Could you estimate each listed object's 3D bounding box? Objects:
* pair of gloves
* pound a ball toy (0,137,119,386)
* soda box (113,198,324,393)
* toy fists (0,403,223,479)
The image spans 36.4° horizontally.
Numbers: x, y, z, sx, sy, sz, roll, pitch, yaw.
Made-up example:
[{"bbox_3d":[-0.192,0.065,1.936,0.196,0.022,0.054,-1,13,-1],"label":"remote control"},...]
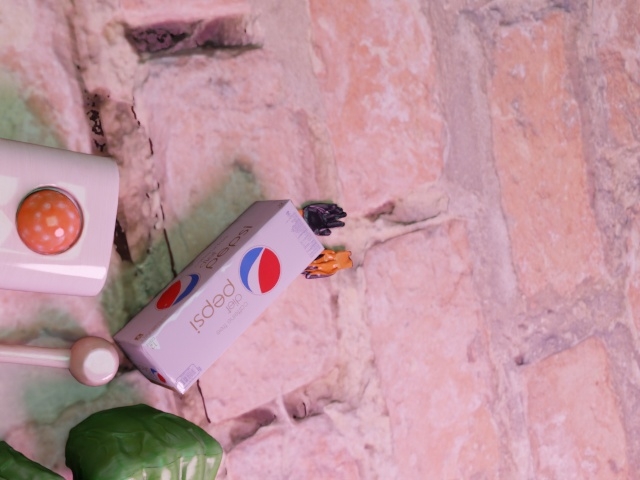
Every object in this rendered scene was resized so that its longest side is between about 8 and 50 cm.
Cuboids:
[{"bbox_3d":[0.000,0.000,1.080,0.074,0.010,0.083,-9,94,-32],"label":"pair of gloves"},{"bbox_3d":[-0.298,0.014,0.810,0.319,0.136,0.208,9,86,-33],"label":"pound a ball toy"},{"bbox_3d":[-0.100,0.052,0.978,0.216,0.074,0.069,-45,114,-24],"label":"soda box"},{"bbox_3d":[-0.223,0.223,0.861,0.279,0.142,0.096,-9,96,-32],"label":"toy fists"}]
